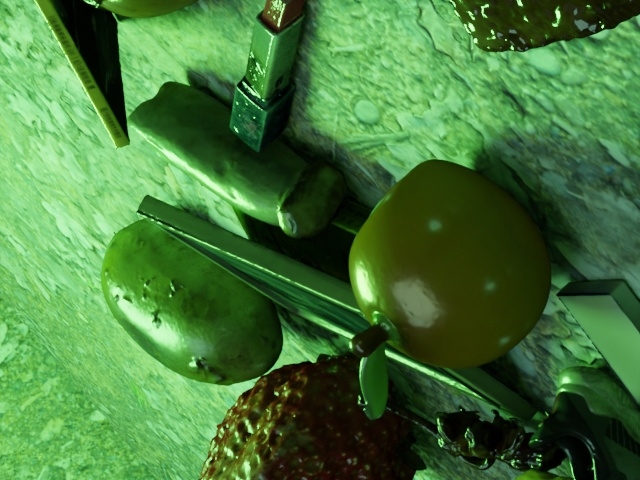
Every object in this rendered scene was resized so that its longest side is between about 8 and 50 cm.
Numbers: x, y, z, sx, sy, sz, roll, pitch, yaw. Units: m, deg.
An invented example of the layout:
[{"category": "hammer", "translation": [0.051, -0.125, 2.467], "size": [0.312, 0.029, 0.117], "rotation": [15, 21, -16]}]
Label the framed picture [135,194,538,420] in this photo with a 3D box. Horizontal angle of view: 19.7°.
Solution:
[{"category": "framed picture", "translation": [0.014, 0.080, 2.192], "size": [0.326, 0.028, 0.446], "rotation": [35, 172, -41]}]

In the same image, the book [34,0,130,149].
[{"category": "book", "translation": [-0.304, -0.313, 2.059], "size": [0.262, 0.028, 0.374], "rotation": [-102, -10, -51]}]

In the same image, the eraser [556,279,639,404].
[{"category": "eraser", "translation": [0.308, 0.103, 1.827], "size": [0.150, 0.023, 0.104], "rotation": [52, 159, -13]}]

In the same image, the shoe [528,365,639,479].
[{"category": "shoe", "translation": [0.312, 0.240, 1.945], "size": [0.227, 0.112, 0.099], "rotation": [50, 158, -3]}]

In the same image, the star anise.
[{"category": "star anise", "translation": [0.180, 0.229, 2.167], "size": [0.234, 0.073, 0.177], "rotation": [17, 176, 40]}]

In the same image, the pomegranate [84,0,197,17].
[{"category": "pomegranate", "translation": [-0.175, -0.306, 1.797], "size": [0.191, 0.191, 0.191], "rotation": [39, 158, 19]}]

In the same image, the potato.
[{"category": "potato", "translation": [-0.178, 0.093, 2.551], "size": [0.307, 0.173, 0.210], "rotation": [34, 151, 38]}]

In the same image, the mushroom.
[{"category": "mushroom", "translation": [-0.096, -0.094, 2.149], "size": [0.312, 0.100, 0.081], "rotation": [31, 151, 36]}]

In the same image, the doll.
[{"category": "doll", "translation": [0.110, 0.049, 1.811], "size": [0.213, 0.236, 0.213], "rotation": [37, 159, 17]}]

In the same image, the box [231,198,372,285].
[{"category": "box", "translation": [0.000, 0.000, 2.212], "size": [0.311, 0.043, 0.173], "rotation": [26, 152, 44]}]

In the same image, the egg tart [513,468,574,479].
[{"category": "egg tart", "translation": [0.334, 0.386, 2.061], "size": [0.341, 0.129, 0.341], "rotation": [34, 167, 9]}]

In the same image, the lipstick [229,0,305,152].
[{"category": "lipstick", "translation": [-0.054, -0.191, 1.961], "size": [0.051, 0.051, 0.312], "rotation": [44, 159, 12]}]

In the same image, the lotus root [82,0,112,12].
[{"category": "lotus root", "translation": [-0.228, -0.310, 1.991], "size": [0.138, 0.138, 0.214], "rotation": [40, 169, 17]}]

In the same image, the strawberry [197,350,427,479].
[{"category": "strawberry", "translation": [-0.043, 0.307, 2.432], "size": [0.267, 0.351, 0.312], "rotation": [47, 167, 25]}]

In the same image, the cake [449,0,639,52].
[{"category": "cake", "translation": [0.146, -0.291, 1.198], "size": [0.293, 0.196, 0.198], "rotation": [57, 156, -13]}]
